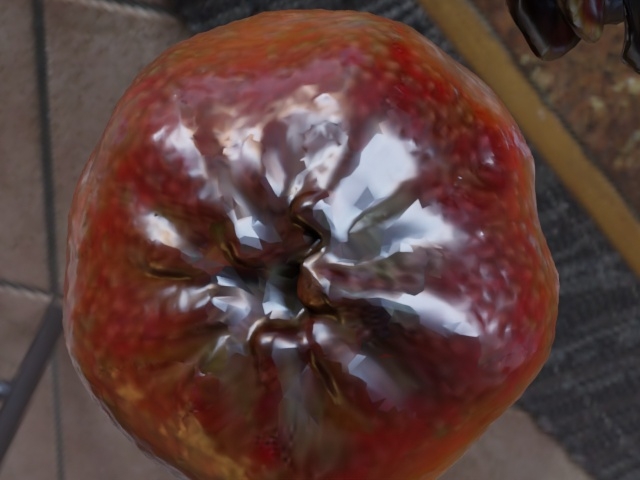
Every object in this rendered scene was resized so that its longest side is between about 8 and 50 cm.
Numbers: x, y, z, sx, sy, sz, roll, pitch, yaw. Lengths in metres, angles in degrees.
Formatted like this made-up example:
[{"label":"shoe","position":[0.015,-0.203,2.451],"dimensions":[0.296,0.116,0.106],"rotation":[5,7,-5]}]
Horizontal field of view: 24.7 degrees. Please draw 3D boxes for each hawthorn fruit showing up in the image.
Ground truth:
[{"label":"hawthorn fruit","position":[0.000,0.000,0.483],"dimensions":[0.157,0.194,0.157],"rotation":[2,105,8]}]

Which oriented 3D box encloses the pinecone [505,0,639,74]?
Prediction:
[{"label":"pinecone","position":[0.125,-0.143,0.418],"dimensions":[0.208,0.207,0.207],"rotation":[9,133,10]}]
